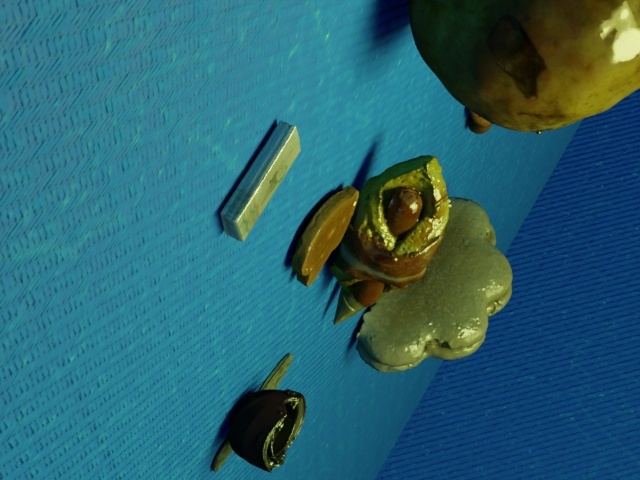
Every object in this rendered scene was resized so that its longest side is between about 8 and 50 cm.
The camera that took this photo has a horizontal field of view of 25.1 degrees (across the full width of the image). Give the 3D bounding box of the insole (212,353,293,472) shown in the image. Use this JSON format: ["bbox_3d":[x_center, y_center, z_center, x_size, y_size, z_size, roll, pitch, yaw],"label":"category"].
[{"bbox_3d":[-0.084,0.215,1.811,0.193,0.006,0.065,-54,166,-33],"label":"insole"}]

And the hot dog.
[{"bbox_3d":[0.083,0.004,1.761,0.261,0.123,0.093,106,-6,-46],"label":"hot dog"}]

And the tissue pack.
[{"bbox_3d":[-0.054,-0.054,1.312,0.108,0.023,0.056,-59,168,-16],"label":"tissue pack"}]

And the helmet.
[{"bbox_3d":[-0.069,0.223,1.740,0.123,0.070,0.098,-36,143,-71],"label":"helmet"}]

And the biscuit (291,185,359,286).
[{"bbox_3d":[-0.001,-0.001,1.644,0.118,0.023,0.140,-67,167,23],"label":"biscuit"}]

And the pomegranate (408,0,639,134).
[{"bbox_3d":[0.226,-0.254,1.478,0.281,0.281,0.281,-57,167,-21],"label":"pomegranate"}]

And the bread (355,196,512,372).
[{"bbox_3d":[0.198,0.082,2.287,0.337,0.183,0.102,-56,159,-29],"label":"bread"}]

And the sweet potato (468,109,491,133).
[{"bbox_3d":[0.248,-0.189,2.216,0.044,0.044,0.179,-62,168,-2],"label":"sweet potato"}]

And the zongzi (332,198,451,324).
[{"bbox_3d":[0.090,0.018,1.964,0.178,0.081,0.189,-54,178,32],"label":"zongzi"}]
